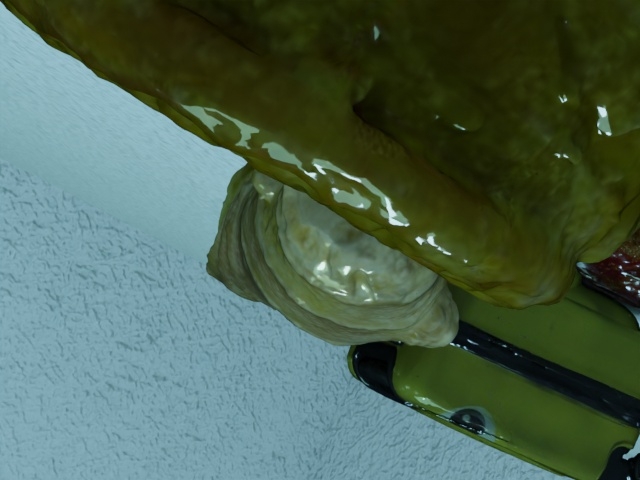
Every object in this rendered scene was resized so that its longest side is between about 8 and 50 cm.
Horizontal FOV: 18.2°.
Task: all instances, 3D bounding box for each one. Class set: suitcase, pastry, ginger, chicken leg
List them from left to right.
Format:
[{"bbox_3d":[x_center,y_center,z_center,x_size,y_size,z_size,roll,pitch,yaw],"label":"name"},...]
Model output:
[{"bbox_3d":[0.000,0.000,1.426,0.190,0.126,0.354,37,174,-20],"label":"ginger"},{"bbox_3d":[0.018,-0.077,0.657,0.240,0.132,0.235,32,-177,-5],"label":"pastry"},{"bbox_3d":[0.149,0.088,1.527,0.235,0.143,0.194,25,176,-15],"label":"suitcase"},{"bbox_3d":[0.187,0.013,1.117,0.219,0.048,0.089,26,172,-12],"label":"chicken leg"}]
